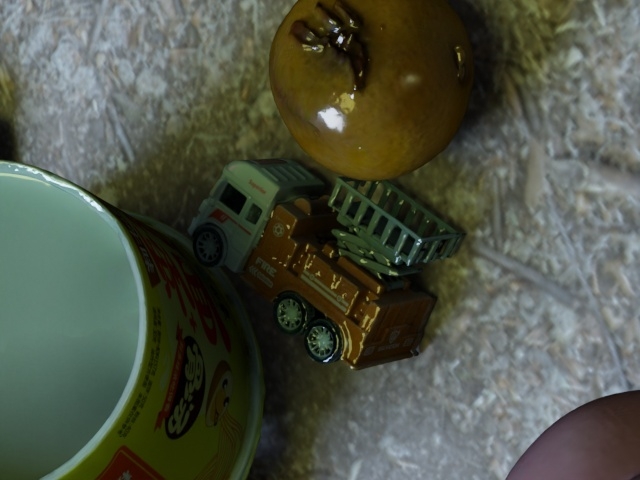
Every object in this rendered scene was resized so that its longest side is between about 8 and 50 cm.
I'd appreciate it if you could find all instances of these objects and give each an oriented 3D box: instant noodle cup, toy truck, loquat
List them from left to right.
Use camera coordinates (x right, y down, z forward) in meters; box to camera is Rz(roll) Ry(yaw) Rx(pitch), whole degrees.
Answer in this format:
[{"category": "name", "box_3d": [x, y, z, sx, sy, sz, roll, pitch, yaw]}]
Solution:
[{"category": "instant noodle cup", "box_3d": [-0.203, 0.090, 1.213, 0.311, 0.221, 0.311, -2, 74, 9]}, {"category": "toy truck", "box_3d": [-0.001, 0.000, 1.224, 0.178, 0.080, 0.115, 36, 115, 28]}, {"category": "loquat", "box_3d": [0.035, -0.105, 1.138, 0.141, 0.141, 0.141, 9, 105, 38]}]

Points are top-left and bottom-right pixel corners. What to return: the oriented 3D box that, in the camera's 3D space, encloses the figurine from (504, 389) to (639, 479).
[{"category": "figurine", "box_3d": [0.212, 0.195, 1.016, 0.211, 0.261, 0.269, -130, 47, -55]}]
